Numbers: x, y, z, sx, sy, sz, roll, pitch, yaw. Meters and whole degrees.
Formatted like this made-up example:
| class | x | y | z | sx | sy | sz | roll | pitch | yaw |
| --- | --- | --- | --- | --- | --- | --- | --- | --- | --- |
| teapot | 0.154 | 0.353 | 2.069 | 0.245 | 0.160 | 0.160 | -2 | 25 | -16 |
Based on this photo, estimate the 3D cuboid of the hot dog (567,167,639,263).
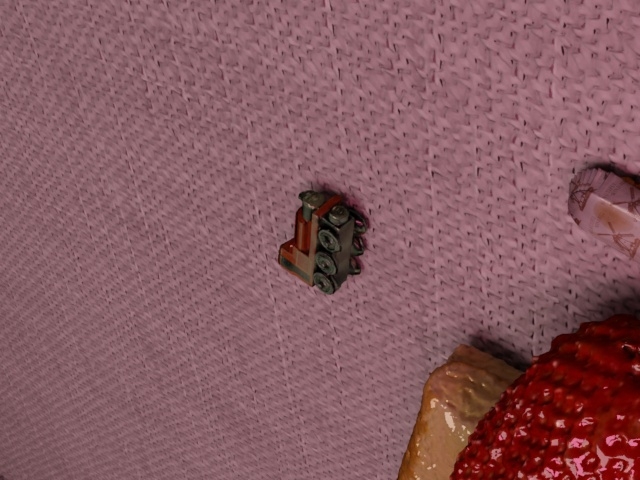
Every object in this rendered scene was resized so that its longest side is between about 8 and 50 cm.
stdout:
| class | x | y | z | sx | sy | sz | roll | pitch | yaw |
| --- | --- | --- | --- | --- | --- | --- | --- | --- | --- |
| hot dog | 0.352 | -0.015 | 1.251 | 0.192 | 0.053 | 0.099 | 32 | 142 | 26 |

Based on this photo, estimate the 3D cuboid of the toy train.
| class | x | y | z | sx | sy | sz | roll | pitch | yaw |
| --- | --- | --- | --- | --- | --- | --- | --- | --- | --- |
| toy train | 0.000 | 0.000 | 1.637 | 0.118 | 0.074 | 0.176 | 35 | 147 | 24 |

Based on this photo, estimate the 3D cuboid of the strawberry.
| class | x | y | z | sx | sy | sz | roll | pitch | yaw |
| --- | --- | --- | --- | --- | --- | --- | --- | --- | --- |
| strawberry | 0.322 | 0.271 | 1.328 | 0.351 | 0.267 | 0.312 | -38 | 112 | 18 |

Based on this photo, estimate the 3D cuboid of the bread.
| class | x | y | z | sx | sy | sz | roll | pitch | yaw |
| --- | --- | --- | --- | --- | --- | --- | --- | --- | --- |
| bread | 0.237 | 0.333 | 1.629 | 0.237 | 0.165 | 0.375 | 30 | 141 | 20 |
